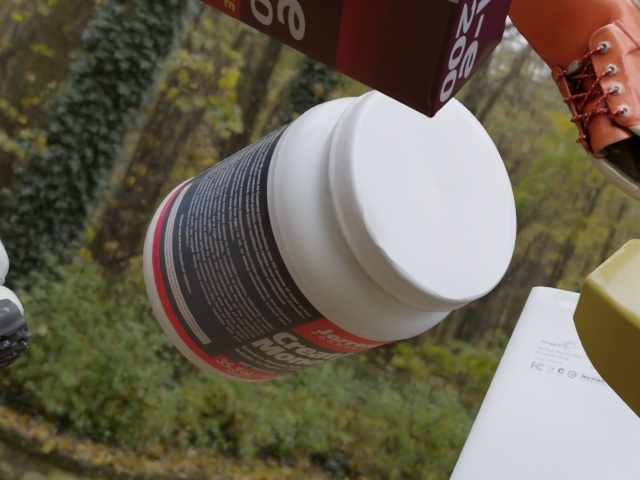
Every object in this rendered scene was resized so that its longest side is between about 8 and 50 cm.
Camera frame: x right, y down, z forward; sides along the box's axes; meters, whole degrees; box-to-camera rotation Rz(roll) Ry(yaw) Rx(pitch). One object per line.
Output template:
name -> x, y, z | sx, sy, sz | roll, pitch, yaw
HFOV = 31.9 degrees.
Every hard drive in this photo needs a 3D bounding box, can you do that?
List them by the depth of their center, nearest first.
hard drive -> 0.238, 0.184, 1.001 | 0.203, 0.307, 0.040 | 11, -37, 28

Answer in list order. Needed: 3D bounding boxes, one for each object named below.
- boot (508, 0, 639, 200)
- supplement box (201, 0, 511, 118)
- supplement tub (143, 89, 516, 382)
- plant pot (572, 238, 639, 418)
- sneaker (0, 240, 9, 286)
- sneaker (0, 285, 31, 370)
boot -> 0.146, -0.085, 0.578 | 0.158, 0.084, 0.059 | 43, -41, 2
supplement box -> -0.029, -0.165, 0.464 | 0.239, 0.073, 0.130 | 29, -39, 16
supplement tub -> 0.000, 0.000, 0.901 | 0.191, 0.191, 0.272 | 23, -29, -33
plant pot -> 0.205, 0.048, 0.691 | 0.083, 0.081, 0.081 | 43, -26, 27
sneaker -> -0.285, -0.093, 0.814 | 0.290, 0.123, 0.106 | 52, -13, 18
sneaker -> -0.176, 0.035, 0.428 | 0.161, 0.075, 0.057 | -26, 2, 42
